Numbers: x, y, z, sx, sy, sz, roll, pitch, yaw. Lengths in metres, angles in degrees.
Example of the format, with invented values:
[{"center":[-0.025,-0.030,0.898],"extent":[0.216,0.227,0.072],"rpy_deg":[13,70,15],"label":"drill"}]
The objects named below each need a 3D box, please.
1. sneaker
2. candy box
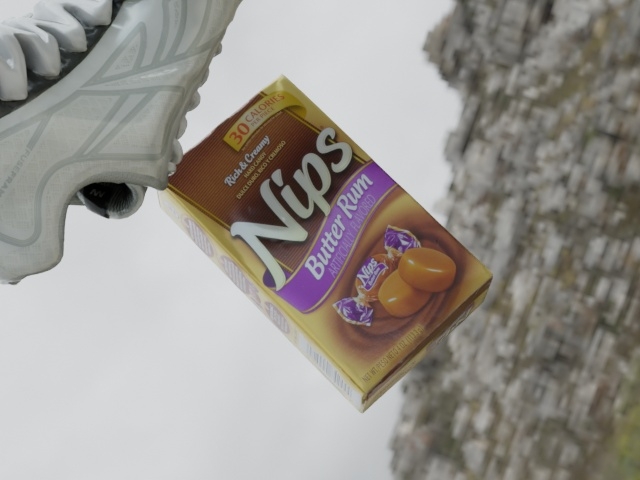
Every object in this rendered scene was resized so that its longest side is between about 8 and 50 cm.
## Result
[{"center":[-0.109,-0.083,0.759],"extent":[0.110,0.118,0.292],"rpy_deg":[-26,14,47],"label":"sneaker"},{"center":[0.000,0.000,0.876],"extent":[0.109,0.186,0.053],"rpy_deg":[-42,-16,-16],"label":"candy box"}]
